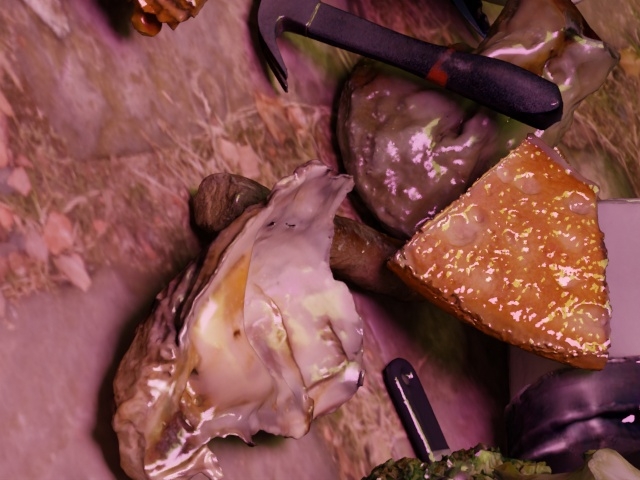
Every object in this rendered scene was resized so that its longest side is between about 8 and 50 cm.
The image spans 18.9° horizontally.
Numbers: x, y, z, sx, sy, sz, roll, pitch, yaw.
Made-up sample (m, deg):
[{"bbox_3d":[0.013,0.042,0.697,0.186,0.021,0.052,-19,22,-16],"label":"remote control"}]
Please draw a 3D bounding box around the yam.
[{"bbox_3d":[0.000,0.000,1.649,0.253,0.061,0.061,20,55,-42],"label":"yam"}]

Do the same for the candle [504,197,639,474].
[{"bbox_3d":[0.274,0.094,1.784,0.221,0.221,0.342,28,46,-36],"label":"candle"}]

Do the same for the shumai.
[{"bbox_3d":[0.151,-0.115,1.774,0.222,0.203,0.272,38,48,-29],"label":"shumai"}]

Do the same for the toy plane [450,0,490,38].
[{"bbox_3d":[0.124,-0.319,1.952,0.246,0.078,0.169,59,39,-6],"label":"toy plane"}]

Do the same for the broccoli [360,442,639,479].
[{"bbox_3d":[0.162,0.272,1.519,0.308,0.275,0.308,28,24,-14],"label":"broccoli"}]

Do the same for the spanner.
[{"bbox_3d":[0.130,0.248,1.688,0.087,0.024,0.316,-15,80,-53],"label":"spanner"}]

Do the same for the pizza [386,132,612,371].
[{"bbox_3d":[0.186,0.026,1.684,0.204,0.080,0.188,38,61,9],"label":"pizza"}]

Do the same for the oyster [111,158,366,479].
[{"bbox_3d":[-0.054,0.066,1.514,0.271,0.100,0.275,16,71,-45],"label":"oyster"}]

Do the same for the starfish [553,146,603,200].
[{"bbox_3d":[0.251,-0.034,1.958,0.150,0.053,0.210,-32,96,-47],"label":"starfish"}]

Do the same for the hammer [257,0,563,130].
[{"bbox_3d":[0.078,-0.161,1.710,0.290,0.037,0.137,23,67,11],"label":"hammer"}]

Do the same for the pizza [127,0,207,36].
[{"bbox_3d":[-0.164,-0.324,1.627,0.258,0.087,0.268,47,40,-13],"label":"pizza"}]

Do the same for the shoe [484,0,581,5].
[{"bbox_3d":[0.144,-0.290,1.828,0.363,0.132,0.160,13,19,-27],"label":"shoe"}]
